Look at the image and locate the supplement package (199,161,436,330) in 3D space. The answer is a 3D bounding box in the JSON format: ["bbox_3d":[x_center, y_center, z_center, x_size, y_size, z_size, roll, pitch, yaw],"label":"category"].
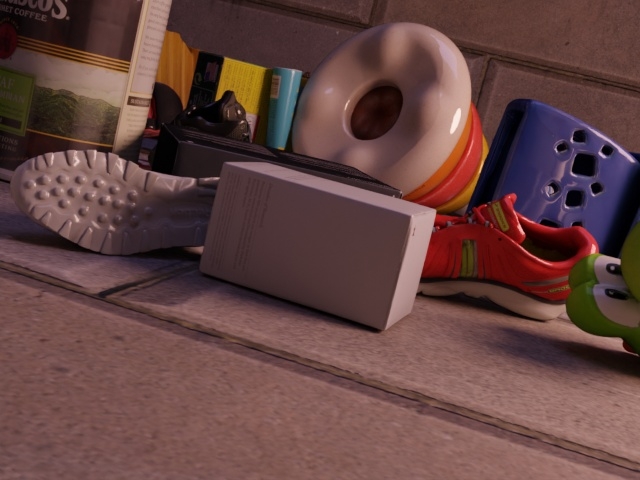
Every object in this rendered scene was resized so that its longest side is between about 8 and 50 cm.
[{"bbox_3d":[0.000,0.000,0.810,0.179,0.105,0.105,16,9,17],"label":"supplement package"}]

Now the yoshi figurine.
[{"bbox_3d":[0.417,0.063,0.815,0.362,0.203,0.203,12,16,5],"label":"yoshi figurine"}]

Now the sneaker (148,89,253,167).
[{"bbox_3d":[-0.099,-0.112,1.185,0.227,0.130,0.087,23,25,-27],"label":"sneaker"}]

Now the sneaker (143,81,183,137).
[{"bbox_3d":[-0.408,-0.214,1.580,0.314,0.116,0.136,2,-16,-26],"label":"sneaker"}]

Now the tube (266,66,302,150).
[{"bbox_3d":[-0.076,-0.208,1.621,0.052,0.207,0.080,9,10,-8],"label":"tube"}]

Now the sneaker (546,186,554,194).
[{"bbox_3d":[0.326,-0.049,1.518,0.147,0.130,0.330,16,9,-2],"label":"sneaker"}]

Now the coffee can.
[{"bbox_3d":[-0.297,-0.208,1.075,0.201,0.275,0.201,13,9,-2],"label":"coffee can"}]

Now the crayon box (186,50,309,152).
[{"bbox_3d":[-0.110,-0.224,1.689,0.081,0.202,0.318,22,11,41],"label":"crayon box"}]

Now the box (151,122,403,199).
[{"bbox_3d":[-0.062,-0.055,1.058,0.261,0.103,0.184,12,7,-18],"label":"box"}]

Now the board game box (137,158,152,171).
[{"bbox_3d":[-0.162,-0.084,1.315,0.145,0.027,0.281,20,11,36],"label":"board game box"}]

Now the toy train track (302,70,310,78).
[{"bbox_3d":[-0.019,-0.325,1.767,0.048,0.014,0.083,18,7,24],"label":"toy train track"}]

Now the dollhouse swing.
[{"bbox_3d":[-0.330,-0.376,2.064,0.305,0.315,0.347,-5,-7,43],"label":"dollhouse swing"}]

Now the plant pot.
[{"bbox_3d":[0.317,-0.043,1.175,0.212,0.236,0.236,20,9,3],"label":"plant pot"}]

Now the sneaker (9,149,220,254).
[{"bbox_3d":[-0.184,-0.030,0.841,0.235,0.090,0.095,11,-4,-41],"label":"sneaker"}]

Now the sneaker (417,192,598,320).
[{"bbox_3d":[0.162,-0.006,0.951,0.279,0.118,0.107,12,44,-10],"label":"sneaker"}]

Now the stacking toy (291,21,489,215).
[{"bbox_3d":[0.201,-0.156,1.703,0.350,0.351,0.480,21,-7,38],"label":"stacking toy"}]
